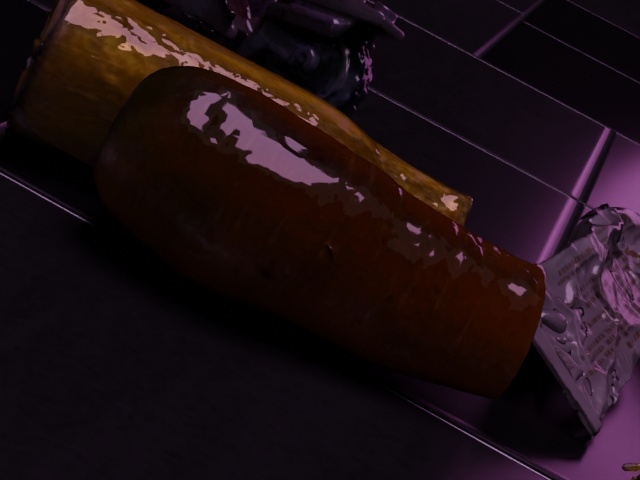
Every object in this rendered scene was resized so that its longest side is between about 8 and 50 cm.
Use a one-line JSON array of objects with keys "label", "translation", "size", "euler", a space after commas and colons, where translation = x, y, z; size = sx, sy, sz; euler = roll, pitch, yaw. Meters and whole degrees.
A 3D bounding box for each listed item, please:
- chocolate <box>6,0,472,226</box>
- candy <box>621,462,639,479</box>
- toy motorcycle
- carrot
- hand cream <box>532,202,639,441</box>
[{"label": "chocolate", "translation": [-0.031, -0.045, 0.805], "size": [0.219, 0.085, 0.085], "euler": [22, 19, -14]}, {"label": "candy", "translation": [0.268, 0.161, 0.654], "size": [0.297, 0.081, 0.187], "euler": [20, 18, -20]}, {"label": "toy motorcycle", "translation": [-0.031, -0.155, 1.038], "size": [0.213, 0.122, 0.082], "euler": [41, 9, 33]}, {"label": "carrot", "translation": [0.000, 0.000, 0.726], "size": [0.193, 0.087, 0.087], "euler": [30, 18, -1]}, {"label": "hand cream", "translation": [0.140, 0.025, 0.886], "size": [0.084, 0.050, 0.257], "euler": [60, 19, -1]}]
